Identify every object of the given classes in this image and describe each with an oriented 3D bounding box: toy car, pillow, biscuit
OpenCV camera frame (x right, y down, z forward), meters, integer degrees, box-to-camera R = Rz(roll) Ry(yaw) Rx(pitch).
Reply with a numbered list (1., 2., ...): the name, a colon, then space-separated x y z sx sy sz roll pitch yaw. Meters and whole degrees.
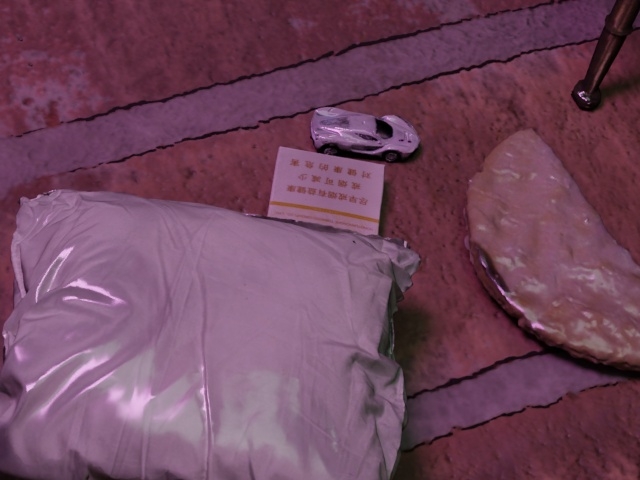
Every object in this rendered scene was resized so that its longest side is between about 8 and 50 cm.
1. toy car: 0.037 -0.089 1.500 0.093 0.025 0.041 4 53 -9
2. pillow: -0.086 0.081 1.266 0.310 0.138 0.283 12 50 -1
3. biscuit: 0.185 0.017 1.443 0.133 0.032 0.250 -20 59 -26

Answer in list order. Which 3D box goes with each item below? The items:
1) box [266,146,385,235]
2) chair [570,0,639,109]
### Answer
1. box: 0.000 0.000 1.422 0.090 0.024 0.167 10 51 -3
2. chair: 0.378 -0.399 1.571 0.362 0.410 0.364 -7 53 -17
